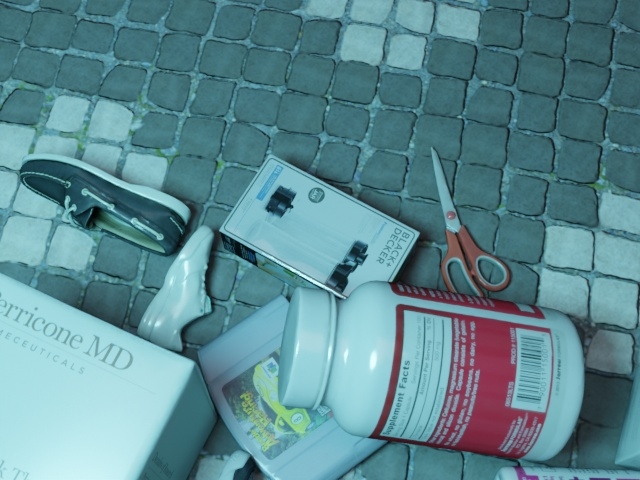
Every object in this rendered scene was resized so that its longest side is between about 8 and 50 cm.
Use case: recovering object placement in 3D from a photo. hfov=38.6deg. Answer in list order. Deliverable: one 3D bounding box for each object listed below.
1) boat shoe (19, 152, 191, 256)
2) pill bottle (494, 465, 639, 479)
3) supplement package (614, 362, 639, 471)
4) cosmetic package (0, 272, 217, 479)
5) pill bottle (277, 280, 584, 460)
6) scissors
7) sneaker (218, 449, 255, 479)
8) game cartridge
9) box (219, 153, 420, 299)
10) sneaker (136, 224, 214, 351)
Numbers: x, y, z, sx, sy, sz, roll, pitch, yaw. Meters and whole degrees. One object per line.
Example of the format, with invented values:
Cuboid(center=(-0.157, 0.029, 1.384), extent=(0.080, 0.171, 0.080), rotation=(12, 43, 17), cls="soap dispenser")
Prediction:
Cuboid(center=(-0.371, -0.059, 1.521), extent=(0.302, 0.114, 0.091), rotation=(16, 63, 7), cls="boat shoe")
Cuboid(center=(0.397, 0.410, 1.311), extent=(0.282, 0.160, 0.161), rotation=(2, 68, 0), cls="pill bottle")
Cuboid(center=(0.565, 0.247, 1.305), extent=(0.175, 0.293, 0.178), rotation=(19, 70, 7), cls="supplement package")
Cuboid(center=(-0.384, 0.315, 1.258), extent=(0.329, 0.327, 0.394), rotation=(23, 69, 9), cls="cosmetic package")
Cuboid(center=(0.151, 0.183, 1.331), extent=(0.407, 0.229, 0.229), rotation=(10, 68, -8), cls="pill bottle")
Cuboid(center=(0.218, -0.023, 1.557), extent=(0.109, 0.021, 0.297), rotation=(-25, 72, -8), cls="scissors")
Cuboid(center=(-0.096, 0.451, 1.329), extent=(0.153, 0.101, 0.269), rotation=(11, 74, 3), cls="sneaker")
Cuboid(center=(-0.056, 0.251, 1.432), extent=(0.196, 0.060, 0.294), rotation=(-35, 72, -9), cls="game cartridge")
Cuboid(center=(0.000, 0.000, 1.512), extent=(0.289, 0.087, 0.169), rotation=(30, 71, 11), cls="box")
Cuboid(center=(-0.212, 0.081, 1.495), extent=(0.094, 0.080, 0.212), rotation=(27, 77, -2), cls="sneaker")
